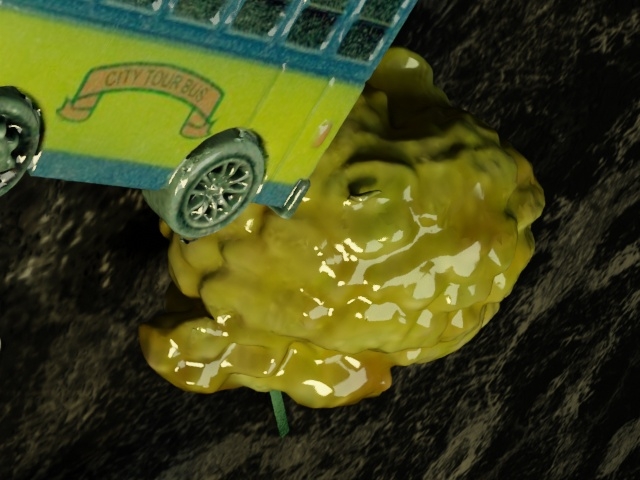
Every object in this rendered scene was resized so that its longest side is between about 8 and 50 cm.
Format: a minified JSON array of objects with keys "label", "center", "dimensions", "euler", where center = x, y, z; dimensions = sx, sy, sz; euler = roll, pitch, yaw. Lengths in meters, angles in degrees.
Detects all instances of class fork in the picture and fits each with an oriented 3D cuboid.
[{"label":"fork","center":[-0.044,0.083,1.326],"dimensions":[0.039,0.021,0.235],"euler":[-40,152,-20]}]

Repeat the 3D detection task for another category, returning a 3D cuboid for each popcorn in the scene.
[{"label":"popcorn","center":[0.000,0.000,1.105],"dimensions":[0.251,0.206,0.237],"euler":[-40,167,-5]}]

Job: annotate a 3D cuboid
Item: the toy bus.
[{"label":"toy bus","center":[-0.107,-0.121,0.772],"dimensions":[0.312,0.152,0.190],"euler":[6,123,-53]}]
